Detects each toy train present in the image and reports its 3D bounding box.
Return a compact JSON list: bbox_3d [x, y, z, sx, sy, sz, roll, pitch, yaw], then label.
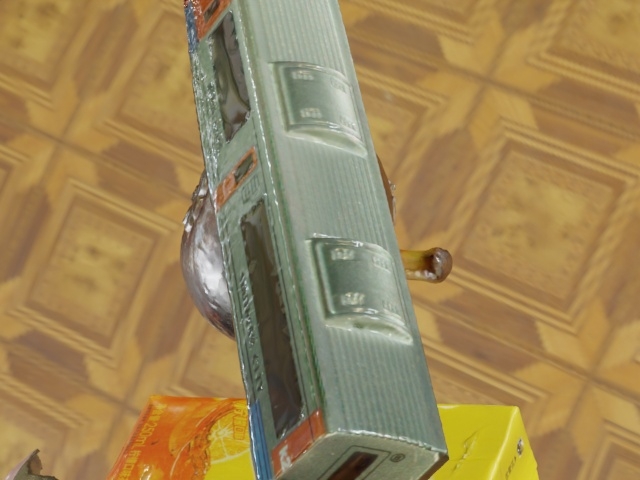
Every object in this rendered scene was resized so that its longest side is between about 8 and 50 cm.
[{"bbox_3d":[-0.012,-0.035,1.017,0.089,0.086,0.409,-47,40,38],"label":"toy train"}]

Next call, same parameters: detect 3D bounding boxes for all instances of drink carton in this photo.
[{"bbox_3d":[-0.004,0.223,1.470,0.351,0.111,0.154,0,40,24],"label":"drink carton"}]

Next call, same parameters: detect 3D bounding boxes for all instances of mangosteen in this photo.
[{"bbox_3d":[0.000,0.000,1.660,0.261,0.235,0.235,17,82,-13],"label":"mangosteen"}]

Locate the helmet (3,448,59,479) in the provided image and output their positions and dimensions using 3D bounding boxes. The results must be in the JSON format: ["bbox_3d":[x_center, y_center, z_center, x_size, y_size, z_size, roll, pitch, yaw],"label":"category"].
[{"bbox_3d":[-0.307,0.354,1.951,0.154,0.198,0.253,-42,17,-24],"label":"helmet"}]
